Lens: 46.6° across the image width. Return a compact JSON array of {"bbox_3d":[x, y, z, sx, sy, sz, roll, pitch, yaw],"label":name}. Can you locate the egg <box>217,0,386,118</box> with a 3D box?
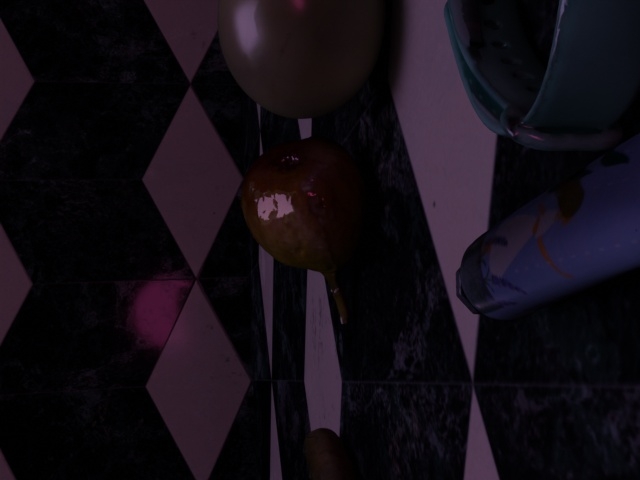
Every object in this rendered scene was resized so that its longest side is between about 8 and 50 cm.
[{"bbox_3d":[-0.020,-0.255,0.821,0.186,0.186,0.241,167,107,-79],"label":"egg"}]

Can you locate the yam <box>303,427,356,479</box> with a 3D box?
[{"bbox_3d":[0.029,0.350,0.957,0.317,0.067,0.071,-116,14,-67],"label":"yam"}]

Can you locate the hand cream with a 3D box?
[{"bbox_3d":[0.138,-0.007,0.385,0.091,0.058,0.271,-55,0,-19],"label":"hand cream"}]

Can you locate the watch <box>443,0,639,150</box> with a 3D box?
[{"bbox_3d":[0.123,-0.163,0.417,0.195,0.068,0.237,106,160,-59],"label":"watch"}]

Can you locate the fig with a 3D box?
[{"bbox_3d":[0.000,0.000,0.947,0.159,0.159,0.257,-114,5,-62],"label":"fig"}]
